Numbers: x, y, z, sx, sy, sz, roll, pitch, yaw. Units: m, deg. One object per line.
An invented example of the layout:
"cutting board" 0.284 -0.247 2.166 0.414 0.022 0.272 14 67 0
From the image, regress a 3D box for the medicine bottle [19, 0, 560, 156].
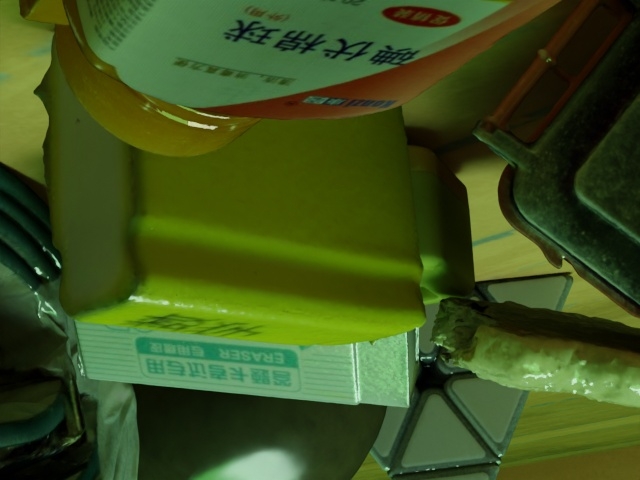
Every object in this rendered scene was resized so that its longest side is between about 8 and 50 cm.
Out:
"medicine bottle" -0.014 -0.114 0.482 0.149 0.112 0.222 4 162 -30

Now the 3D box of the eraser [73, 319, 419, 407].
"eraser" -0.050 0.052 0.849 0.225 0.052 0.096 4 125 12

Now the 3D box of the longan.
"longan" -0.078 0.139 1.152 0.300 0.243 0.300 -13 -160 5

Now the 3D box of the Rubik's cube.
"Rubik's cube" 0.109 0.159 1.324 0.233 0.228 0.228 5 -163 44

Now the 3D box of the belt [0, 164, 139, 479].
"belt" -0.266 0.096 0.804 0.173 0.300 0.436 -7 167 13

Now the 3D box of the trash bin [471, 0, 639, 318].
"trash bin" 0.188 -0.034 0.732 0.184 0.161 0.238 38 180 7

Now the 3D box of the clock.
"clock" 0.000 0.000 0.926 0.202 0.096 0.143 -10 166 19

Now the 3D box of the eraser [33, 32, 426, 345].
"eraser" -0.041 -0.027 0.704 0.069 0.158 0.226 -17 161 42

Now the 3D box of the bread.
"bread" 0.164 0.070 0.809 0.181 0.039 0.251 11 -177 -1
